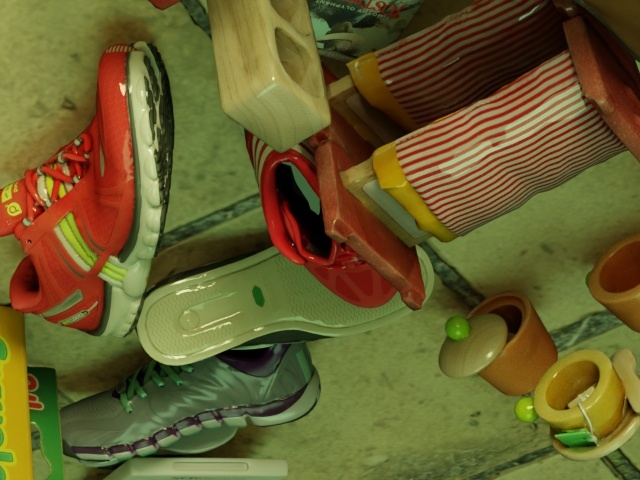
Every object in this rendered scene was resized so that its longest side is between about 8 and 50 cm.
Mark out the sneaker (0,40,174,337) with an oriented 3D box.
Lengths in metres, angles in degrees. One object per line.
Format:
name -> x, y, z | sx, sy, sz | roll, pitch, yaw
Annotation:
sneaker -> -0.166, -0.025, 1.279 | 0.118, 0.107, 0.279 | 8, 138, -9

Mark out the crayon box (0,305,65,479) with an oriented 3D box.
crayon box -> -0.326, 0.135, 1.370 | 0.318, 0.202, 0.081 | 10, 139, -26

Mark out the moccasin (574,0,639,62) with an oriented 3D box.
moccasin -> 0.158, -0.198, 1.013 | 0.147, 0.139, 0.380 | -3, 152, 41

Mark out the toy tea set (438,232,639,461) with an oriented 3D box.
toy tea set -> 0.228, 0.046, 1.410 | 0.336, 0.200, 0.124 | -27, 122, 25

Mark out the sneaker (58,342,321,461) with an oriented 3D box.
sneaker -> -0.115, 0.107, 1.506 | 0.223, 0.083, 0.098 | -13, 123, -4

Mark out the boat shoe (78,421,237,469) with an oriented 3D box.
boat shoe -> -0.138, 0.165, 1.589 | 0.142, 0.049, 0.040 | -10, 161, 4

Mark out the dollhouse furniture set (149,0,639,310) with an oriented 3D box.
dollhouse furniture set -> 0.033, -0.131, 1.113 | 0.201, 0.152, 0.374 | -28, 140, 22

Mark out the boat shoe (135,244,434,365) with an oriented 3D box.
boat shoe -> -0.030, 0.039, 1.435 | 0.233, 0.084, 0.079 | -11, -178, -10

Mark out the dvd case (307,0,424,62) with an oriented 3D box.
dvd case -> 0.026, -0.162, 1.211 | 0.087, 0.013, 0.119 | 11, 140, -26

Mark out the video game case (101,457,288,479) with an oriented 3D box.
video game case -> -0.123, 0.217, 1.637 | 0.143, 0.019, 0.157 | 3, 159, -25

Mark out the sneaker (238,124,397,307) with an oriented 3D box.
sneaker -> 0.000, 0.000, 1.299 | 0.087, 0.128, 0.221 | -22, 130, 15
